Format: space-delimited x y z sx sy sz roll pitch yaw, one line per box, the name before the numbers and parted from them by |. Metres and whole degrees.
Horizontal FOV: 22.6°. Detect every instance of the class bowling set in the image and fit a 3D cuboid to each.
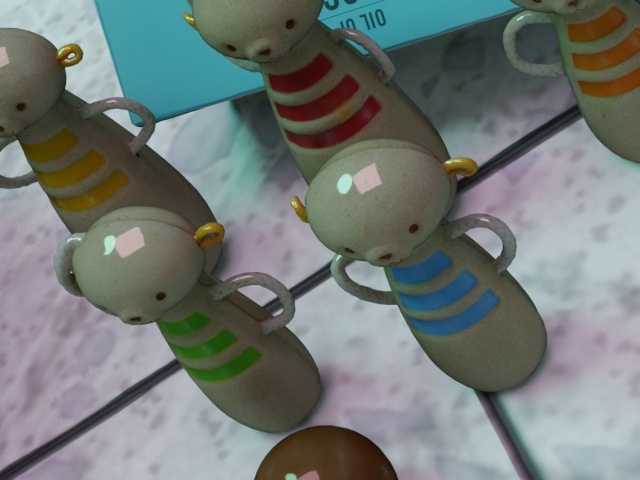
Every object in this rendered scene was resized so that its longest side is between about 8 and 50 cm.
bowling set | 0.000 0.000 0.564 0.287 0.154 0.200 -18 48 21

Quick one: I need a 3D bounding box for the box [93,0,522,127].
box | 0.038 -0.113 0.660 0.244 0.060 0.100 -15 7 23
